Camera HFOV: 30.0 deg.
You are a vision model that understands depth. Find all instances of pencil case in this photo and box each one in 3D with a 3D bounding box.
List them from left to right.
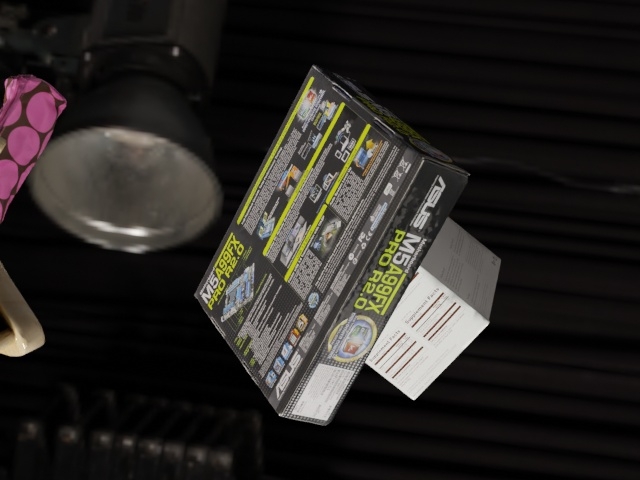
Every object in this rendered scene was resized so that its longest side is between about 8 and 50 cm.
[{"bbox_3d":[-0.411,-0.120,1.550,0.209,0.095,0.098,-68,-30,-22],"label":"pencil case"}]

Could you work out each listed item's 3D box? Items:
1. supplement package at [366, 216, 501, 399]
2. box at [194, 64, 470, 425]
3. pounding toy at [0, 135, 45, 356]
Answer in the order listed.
[{"bbox_3d":[0.093,0.046,1.474,0.149,0.203,0.194,-49,4,24],"label":"supplement package"},{"bbox_3d":[0.000,0.000,1.115,0.270,0.060,0.216,-62,37,15],"label":"box"},{"bbox_3d":[-0.228,-0.050,0.683,0.154,0.270,0.154,-26,-10,-33],"label":"pounding toy"}]
